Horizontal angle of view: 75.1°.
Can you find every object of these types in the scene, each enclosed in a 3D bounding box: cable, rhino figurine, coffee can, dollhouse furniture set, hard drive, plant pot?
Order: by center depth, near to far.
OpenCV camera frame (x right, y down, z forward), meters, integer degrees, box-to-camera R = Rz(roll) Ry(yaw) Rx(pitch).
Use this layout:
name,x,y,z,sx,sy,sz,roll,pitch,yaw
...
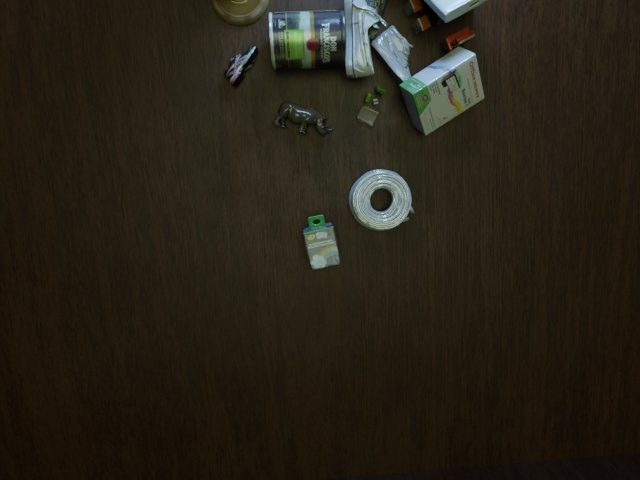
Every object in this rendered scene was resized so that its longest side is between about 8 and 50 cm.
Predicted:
name,x,y,z,sx,sy,sz,roll,pitch,yaw
hard drive,0.468,-0.972,1.537,0.232,0.047,0.353,-28,64,2
coffee can,-0.049,-0.753,1.572,0.274,0.201,0.202,-3,100,-1
dollhouse furniture set,0.496,-0.878,1.608,0.261,0.135,0.259,-27,100,2
plant pot,-0.316,-0.960,1.611,0.235,0.032,0.237,0,100,-2
rhino figurine,-0.061,-0.486,1.682,0.243,0.073,0.107,15,102,-6
dollhouse furniture set,0.209,-0.556,1.707,0.076,0.059,0.152,21,117,-13
cable,0.250,-0.166,1.740,0.256,0.089,0.257,-21,100,1

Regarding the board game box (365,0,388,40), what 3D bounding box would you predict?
name,x,y,z,sx,sy,sz,roll,pitch,yaw
board game box,0.185,-0.905,1.645,0.126,0.026,0.186,21,98,-5

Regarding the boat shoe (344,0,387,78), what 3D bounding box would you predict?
name,x,y,z,sx,sy,sz,roll,pitch,yaw
boat shoe,0.175,-0.805,1.559,0.156,0.136,0.368,2,100,15

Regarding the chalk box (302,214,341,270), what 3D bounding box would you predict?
name,x,y,z,sx,sy,sz,roll,pitch,yaw
chalk box,0.000,0.000,1.738,0.132,0.132,0.213,-11,99,0

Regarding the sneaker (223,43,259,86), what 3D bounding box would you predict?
name,x,y,z,sx,sy,sz,roll,pitch,yaw
sneaker,-0.318,-0.703,1.638,0.077,0.072,0.178,38,90,3

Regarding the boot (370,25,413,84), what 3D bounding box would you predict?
name,x,y,z,sx,sy,sz,roll,pitch,yaw
boot,0.323,-0.719,1.646,0.123,0.095,0.258,-40,98,11

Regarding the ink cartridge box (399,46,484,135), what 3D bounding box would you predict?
name,x,y,z,sx,sy,sz,roll,pitch,yaw
ink cartridge box,0.477,-0.581,1.627,0.278,0.117,0.201,-32,131,3
